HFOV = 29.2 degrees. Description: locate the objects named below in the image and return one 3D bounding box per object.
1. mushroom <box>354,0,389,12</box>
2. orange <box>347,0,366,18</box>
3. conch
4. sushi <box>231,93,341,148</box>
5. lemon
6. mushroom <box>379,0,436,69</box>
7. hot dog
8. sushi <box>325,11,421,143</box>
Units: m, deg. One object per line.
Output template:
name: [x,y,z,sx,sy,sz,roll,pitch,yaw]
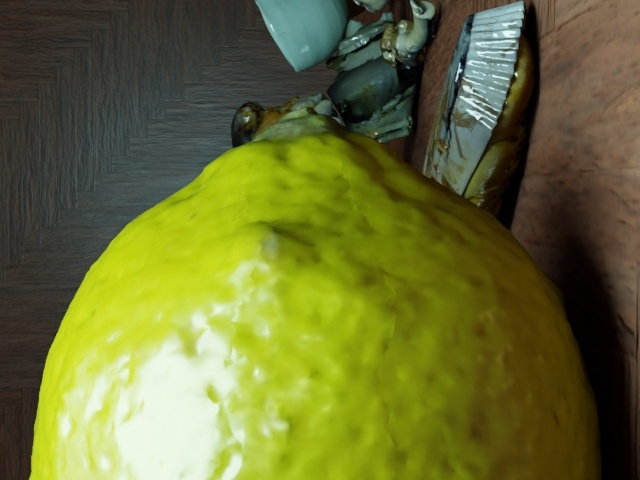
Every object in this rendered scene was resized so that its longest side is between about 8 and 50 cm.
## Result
mushroom: [0.077,-0.434,1.743,0.162,0.173,0.236,49,-159,27]
orange: [0.012,-0.470,1.992,0.236,0.236,0.236,180,90,-88]
conch: [-0.036,-0.348,1.809,0.121,0.185,0.221,-50,30,29]
sushi: [0.001,0.003,1.707,0.417,0.175,0.418,158,90,-89]
lemon: [-0.002,0.116,0.736,0.350,0.349,0.387,128,135,-87]
mushroom: [0.111,-0.256,1.475,0.187,0.060,0.061,124,153,-77]
hot dog: [0.123,-0.083,0.978,0.253,0.069,0.131,98,-179,-57]
sushi: [0.078,-0.222,1.708,0.109,0.134,0.273,61,-175,-26]
